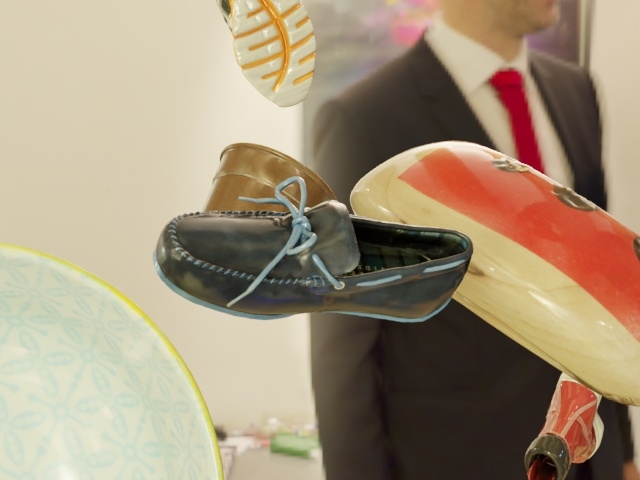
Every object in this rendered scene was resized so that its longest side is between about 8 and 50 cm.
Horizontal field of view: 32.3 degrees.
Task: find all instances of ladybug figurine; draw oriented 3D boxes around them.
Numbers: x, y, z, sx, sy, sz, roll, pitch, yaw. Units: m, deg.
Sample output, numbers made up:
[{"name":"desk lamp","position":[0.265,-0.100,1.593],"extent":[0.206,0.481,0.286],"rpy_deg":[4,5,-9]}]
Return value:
[{"name":"ladybug figurine","position":[0.233,0.022,1.235],"extent":[0.449,0.162,0.305],"rpy_deg":[35,-1,31]}]

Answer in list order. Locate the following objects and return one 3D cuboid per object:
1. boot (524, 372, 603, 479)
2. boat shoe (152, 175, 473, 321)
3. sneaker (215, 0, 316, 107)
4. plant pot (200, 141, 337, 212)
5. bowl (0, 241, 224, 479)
[{"name":"boot","position":[0.354,0.317,1.648],"extent":[0.088,0.244,0.176],"rpy_deg":[20,63,23]},{"name":"boat shoe","position":[0.000,0.000,0.851],"extent":[0.258,0.089,0.109],"rpy_deg":[1,51,-33]},{"name":"sneaker","position":[-0.065,-0.239,1.134],"extent":[0.084,0.215,0.083],"rpy_deg":[-22,4,-4]},{"name":"plant pot","position":[-0.086,-0.006,1.375],"extent":[0.167,0.165,0.167],"rpy_deg":[22,-24,10]},{"name":"bowl","position":[-0.199,0.150,0.634],"extent":[0.289,0.290,0.156],"rpy_deg":[-2,-6,-7]}]
